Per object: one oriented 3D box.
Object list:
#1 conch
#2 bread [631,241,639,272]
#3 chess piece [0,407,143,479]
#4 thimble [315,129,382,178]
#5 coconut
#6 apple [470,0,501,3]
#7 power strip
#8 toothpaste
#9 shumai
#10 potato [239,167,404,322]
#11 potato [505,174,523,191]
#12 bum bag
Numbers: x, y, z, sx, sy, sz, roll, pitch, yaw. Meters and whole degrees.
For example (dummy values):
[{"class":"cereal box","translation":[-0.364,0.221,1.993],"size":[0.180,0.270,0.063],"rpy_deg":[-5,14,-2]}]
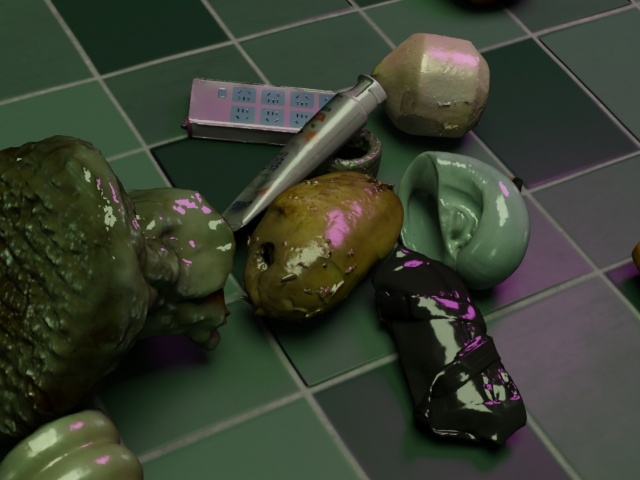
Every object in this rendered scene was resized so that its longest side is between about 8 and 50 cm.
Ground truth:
[{"class":"conch","translation":[0.203,-0.028,1.760],"size":[0.185,0.121,0.221],"rpy_deg":[-39,64,12]},{"class":"bread","translation":[0.530,0.089,1.746],"size":[0.093,0.074,0.239],"rpy_deg":[-21,50,-1]},{"class":"chess piece","translation":[-0.208,0.359,1.329],"size":[0.182,0.182,0.330],"rpy_deg":[-31,64,-31]},{"class":"thimble","translation":[0.041,-0.121,1.870],"size":[0.110,0.062,0.084],"rpy_deg":[-19,51,-25]},{"class":"coconut","translation":[0.169,-0.241,1.936],"size":[0.183,0.171,0.171],"rpy_deg":[3,47,-10]},{"class":"apple","translation":[0.294,-0.516,2.204],"size":[0.199,0.199,0.199],"rpy_deg":[5,47,-5]},{"class":"power strip","translation":[-0.078,-0.199,1.938],"size":[0.279,0.037,0.109],"rpy_deg":[5,48,-5]},{"class":"toothpaste","translation":[-0.030,-0.121,1.793],"size":[0.323,0.066,0.100],"rpy_deg":[-45,22,-19]},{"class":"shumai","translation":[-0.273,0.059,1.513],"size":[0.323,0.397,0.324],"rpy_deg":[-2,46,-49]},{"class":"potato","translation":[0.000,0.000,1.700],"size":[0.173,0.140,0.300],"rpy_deg":[32,47,13]},{"class":"potato","translation":[0.241,-0.074,1.859],"size":[0.103,0.066,0.096],"rpy_deg":[22,18,24]},{"class":"bum bag","translation":[0.158,0.135,1.636],"size":[0.142,0.079,0.326],"rpy_deg":[-14,55,-14]}]
